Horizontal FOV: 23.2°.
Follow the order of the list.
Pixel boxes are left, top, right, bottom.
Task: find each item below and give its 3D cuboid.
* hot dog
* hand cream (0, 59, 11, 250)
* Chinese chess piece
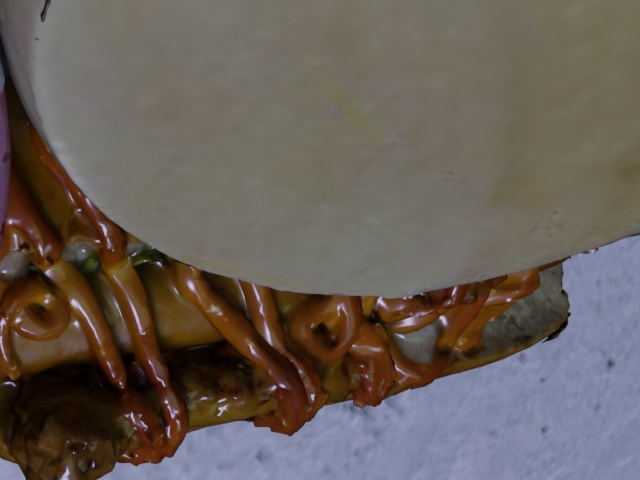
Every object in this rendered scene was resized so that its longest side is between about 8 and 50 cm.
[{"bbox_3d":[0.000,0.000,0.607,0.348,0.117,0.158,-10,117,-40],"label":"hot dog"},{"bbox_3d":[-0.205,-0.021,0.378,0.230,0.149,0.230,-19,121,-36],"label":"hand cream"},{"bbox_3d":[0.034,-0.086,0.422,0.250,0.097,0.251,-8,148,-5],"label":"Chinese chess piece"}]
